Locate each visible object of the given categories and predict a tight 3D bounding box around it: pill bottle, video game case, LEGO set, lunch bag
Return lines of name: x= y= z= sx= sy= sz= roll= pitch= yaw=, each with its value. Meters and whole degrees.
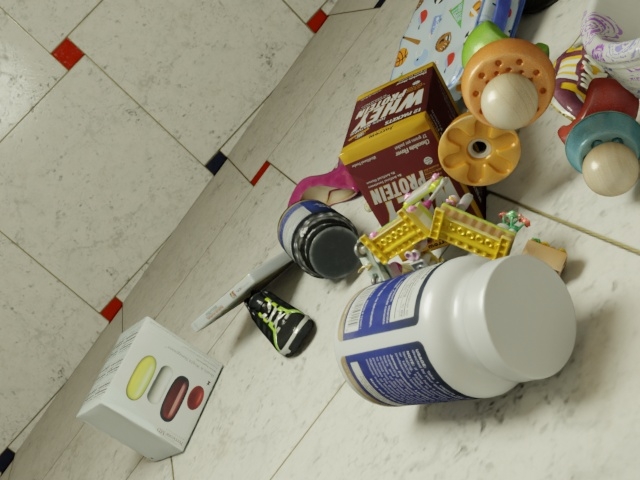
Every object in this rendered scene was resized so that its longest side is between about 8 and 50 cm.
pill bottle: x=0.000 y=0.000 z=1.516 sx=0.123 sy=0.123 sz=0.219 roll=-53 pitch=19 yaw=1
video game case: x=-0.132 y=0.087 z=1.689 sx=0.206 sy=0.026 sz=0.227 roll=-40 pitch=-5 yaw=36
pill bottle: x=0.141 y=0.101 z=0.930 sx=0.264 sy=0.153 sz=0.153 roll=-23 pitch=35 yaw=57
LEGO set: x=0.168 y=-0.017 z=1.031 sx=0.287 sy=0.132 sz=0.107 roll=-7 pitch=32 yaw=41
lunch bag: x=0.248 y=-0.352 z=1.487 sx=0.243 sy=0.115 sz=0.303 roll=-5 pitch=65 yaw=59

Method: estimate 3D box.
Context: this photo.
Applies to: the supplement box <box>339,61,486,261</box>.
supplement box: x=0.139 y=-0.113 z=1.193 sx=0.129 sy=0.191 sz=0.194 roll=-21 pitch=27 yaw=23

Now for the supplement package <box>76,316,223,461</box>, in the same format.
supplement package: x=-0.342 y=0.302 z=1.698 sx=0.149 sy=0.194 sz=0.203 roll=-32 pitch=28 yaw=50

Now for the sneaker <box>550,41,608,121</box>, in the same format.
sneaker: x=0.350 y=-0.216 z=1.123 sx=0.084 sy=0.069 sz=0.185 roll=-49 pitch=19 yaw=30

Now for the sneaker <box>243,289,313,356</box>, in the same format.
sneaker: x=-0.090 y=0.141 z=1.521 sx=0.084 sy=0.097 sz=0.234 roll=-56 pitch=18 yaw=-6

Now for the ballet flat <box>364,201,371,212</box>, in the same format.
ballet flat: x=0.130 y=-0.126 z=1.539 sx=0.173 sy=0.049 sz=0.057 roll=-55 pitch=17 yaw=-3

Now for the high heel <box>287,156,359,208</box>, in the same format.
high heel: x=0.006 y=-0.084 z=1.750 sx=0.244 sy=0.082 sz=0.117 roll=-34 pitch=33 yaw=34

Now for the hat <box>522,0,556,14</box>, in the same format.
hat: x=0.401 y=-0.561 z=1.529 sx=0.331 sy=0.134 sz=0.331 roll=-46 pitch=19 yaw=21

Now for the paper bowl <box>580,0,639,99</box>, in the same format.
paper bowl: x=0.430 y=-0.265 z=0.887 sx=0.284 sy=0.148 sz=0.284 roll=-46 pitch=20 yaw=22

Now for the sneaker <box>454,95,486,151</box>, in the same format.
sneaker: x=0.245 y=-0.187 z=1.313 sx=0.286 sy=0.109 sz=0.130 roll=-47 pitch=23 yaw=50

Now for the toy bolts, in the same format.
toy bolts: x=0.251 y=-0.110 z=0.965 sx=0.158 sy=0.228 sz=0.218 roll=-76 pitch=5 yaw=-54

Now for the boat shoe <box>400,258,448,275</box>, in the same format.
boat shoe: x=0.154 y=0.057 z=1.144 sx=0.072 sy=0.068 sz=0.190 roll=-45 pitch=26 yaw=-12
